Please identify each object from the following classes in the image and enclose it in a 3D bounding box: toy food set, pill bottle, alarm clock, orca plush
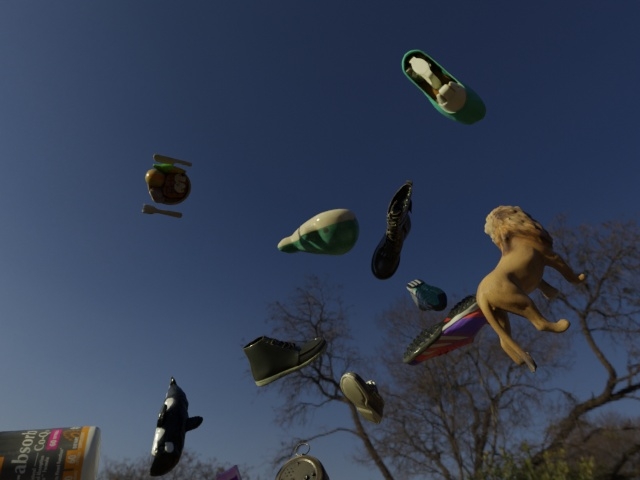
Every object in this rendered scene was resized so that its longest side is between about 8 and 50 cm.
[{"bbox_3d":[-0.456,-0.168,1.272,0.132,0.192,0.038,10,-17,-19],"label":"toy food set"},{"bbox_3d":[-0.605,0.470,0.856,0.278,0.162,0.162,6,-39,-22],"label":"pill bottle"},{"bbox_3d":[-0.046,0.562,1.008,0.129,0.192,0.064,-18,-68,7],"label":"alarm clock"},{"bbox_3d":[-0.348,0.461,1.064,0.102,0.151,0.287,7,5,-12],"label":"orca plush"}]

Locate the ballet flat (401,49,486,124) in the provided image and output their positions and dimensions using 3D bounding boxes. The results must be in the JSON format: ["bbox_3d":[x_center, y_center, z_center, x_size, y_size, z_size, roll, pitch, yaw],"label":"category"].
[{"bbox_3d":[0.279,-0.361,1.000,0.083,0.247,0.087,-50,-19,27],"label":"ballet flat"}]

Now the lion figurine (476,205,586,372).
[{"bbox_3d":[0.440,0.082,0.954,0.240,0.392,0.142,43,-43,4],"label":"lion figurine"}]

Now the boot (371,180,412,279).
[{"bbox_3d":[0.218,-0.029,1.299,0.091,0.263,0.229,18,-20,16],"label":"boot"}]

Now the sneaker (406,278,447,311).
[{"bbox_3d":[0.379,0.212,1.467,0.083,0.224,0.098,-22,-72,-6],"label":"sneaker"}]

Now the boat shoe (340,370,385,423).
[{"bbox_3d":[0.114,0.392,1.096,0.075,0.065,0.206,1,-48,39],"label":"boat shoe"}]

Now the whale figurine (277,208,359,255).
[{"bbox_3d":[0.000,0.000,1.373,0.271,0.141,0.216,-23,-8,21],"label":"whale figurine"}]

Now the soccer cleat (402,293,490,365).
[{"bbox_3d":[0.395,0.296,1.292,0.318,0.116,0.108,-36,-1,-10],"label":"soccer cleat"}]

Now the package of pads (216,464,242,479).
[{"bbox_3d":[-0.202,0.569,0.975,0.050,0.083,0.032,-26,-25,-8],"label":"package of pads"}]

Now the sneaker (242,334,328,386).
[{"bbox_3d":[-0.094,0.294,1.155,0.221,0.118,0.083,-25,3,-14],"label":"sneaker"}]
